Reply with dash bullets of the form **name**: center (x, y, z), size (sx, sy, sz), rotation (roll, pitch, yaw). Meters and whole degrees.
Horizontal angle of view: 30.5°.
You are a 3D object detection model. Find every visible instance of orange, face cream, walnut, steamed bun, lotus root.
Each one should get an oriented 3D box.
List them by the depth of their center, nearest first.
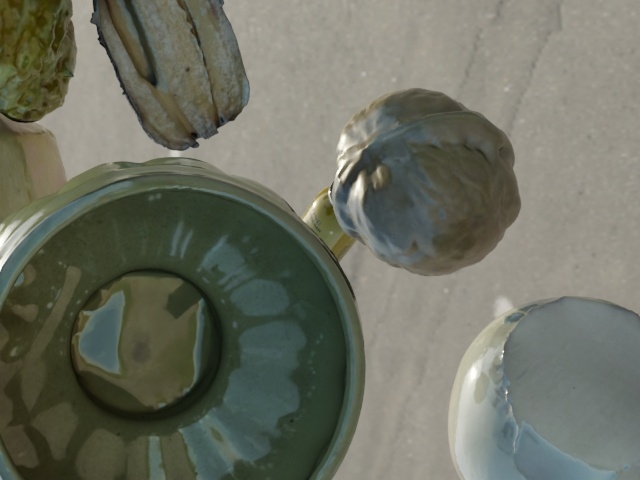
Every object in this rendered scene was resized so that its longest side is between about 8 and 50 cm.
- **orange**: center (-0.416, -0.287, 1.359), size (0.210, 0.368, 0.271), rotation (-44, 63, 15)
- **lotus root**: center (-0.200, -0.264, 1.403), size (0.078, 0.167, 0.329), rotation (35, 150, 47)
- **steamed bun**: center (0.288, 0.235, 1.422), size (0.309, 0.309, 0.309), rotation (169, 90, -67)
- **walnut**: center (0.131, -0.076, 1.520), size (0.248, 0.248, 0.248), rotation (169, 90, -67)
- **face cream**: center (0.000, 0.000, 2.067), size (0.349, 0.105, 0.105), rotation (-53, 52, 48)

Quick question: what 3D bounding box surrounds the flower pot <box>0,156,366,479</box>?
- **flower pot**: center (-0.133, 0.088, 0.915), size (0.244, 0.307, 0.307), rotation (-174, 75, -74)

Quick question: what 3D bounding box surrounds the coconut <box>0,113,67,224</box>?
- **coconut**: center (-0.485, -0.059, 1.538), size (0.352, 0.352, 0.353), rotation (169, 90, -67)
